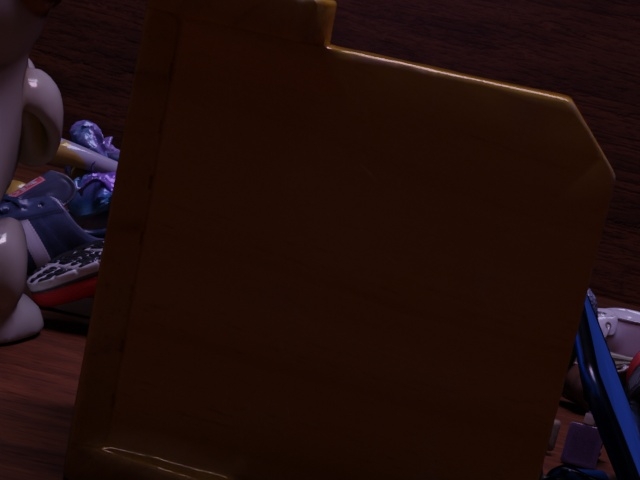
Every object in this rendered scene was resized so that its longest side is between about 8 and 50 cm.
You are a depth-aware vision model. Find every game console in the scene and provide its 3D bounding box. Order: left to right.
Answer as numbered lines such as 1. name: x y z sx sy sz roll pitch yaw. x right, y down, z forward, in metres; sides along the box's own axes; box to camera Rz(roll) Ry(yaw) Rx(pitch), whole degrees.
1. game console: 0.290 0.141 1.033 0.250 0.173 0.293 10 19 3

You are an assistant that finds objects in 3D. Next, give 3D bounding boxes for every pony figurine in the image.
1. pony figurine: -0.216 -0.040 1.805 0.363 0.303 0.351 20 40 29

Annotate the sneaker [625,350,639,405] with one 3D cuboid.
1. sneaker: 0.454 0.210 1.540 0.276 0.098 0.135 25 24 21

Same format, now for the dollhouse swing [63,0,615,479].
1. dollhouse swing: 0.000 0.000 0.995 0.305 0.347 0.315 9 13 -8

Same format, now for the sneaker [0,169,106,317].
1. sneaker: -0.349 -0.013 1.535 0.350 0.148 0.131 11 6 -28

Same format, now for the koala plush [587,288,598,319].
1. koala plush: 0.244 0.093 1.778 0.203 0.196 0.221 28 6 20

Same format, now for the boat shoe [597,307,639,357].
1. boat shoe: 0.391 0.148 2.087 0.277 0.098 0.096 5 4 9

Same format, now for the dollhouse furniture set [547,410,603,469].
1. dollhouse furniture set: 0.244 0.182 1.433 0.114 0.091 0.081 13 -11 24

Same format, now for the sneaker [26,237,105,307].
1. sneaker: -0.173 0.053 1.500 0.279 0.118 0.107 -8 7 -31

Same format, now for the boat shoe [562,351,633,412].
1. boat shoe: 0.417 0.190 1.736 0.257 0.095 0.095 3 15 -13

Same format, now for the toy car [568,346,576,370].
1. toy car: 0.145 0.105 1.076 0.053 0.239 0.225 47 35 13

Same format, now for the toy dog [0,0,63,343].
1. toy dog: -0.378 -0.129 1.253 0.284 0.408 0.395 13 5 4

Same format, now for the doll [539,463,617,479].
1. doll: 0.235 0.214 1.136 0.189 0.046 0.129 15 17 18
